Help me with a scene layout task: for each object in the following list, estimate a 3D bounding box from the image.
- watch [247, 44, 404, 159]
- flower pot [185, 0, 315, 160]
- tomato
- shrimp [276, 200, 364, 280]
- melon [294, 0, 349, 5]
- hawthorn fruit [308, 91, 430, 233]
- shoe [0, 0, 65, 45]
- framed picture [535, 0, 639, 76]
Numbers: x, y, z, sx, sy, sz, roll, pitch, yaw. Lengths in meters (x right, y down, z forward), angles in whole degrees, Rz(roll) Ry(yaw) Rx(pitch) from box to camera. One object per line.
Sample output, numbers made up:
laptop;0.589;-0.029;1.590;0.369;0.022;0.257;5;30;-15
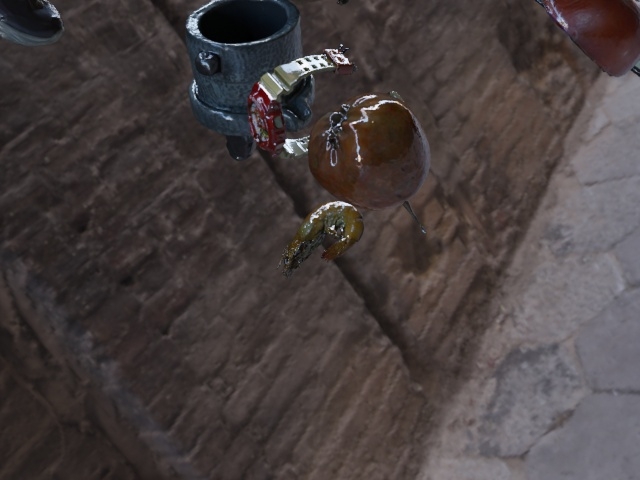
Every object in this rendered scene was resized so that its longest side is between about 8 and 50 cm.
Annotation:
watch;0.012;-0.229;1.311;0.269;0.164;0.102;-27;50;-12
flower pot;-0.141;-0.342;1.726;0.299;0.282;0.299;-2;43;1
tomato;0.386;-0.340;1.138;0.085;0.225;0.225;-43;11;35
shrimp;0.000;0.000;1.861;0.150;0.068;0.248;30;66;36
melon;-0.043;-0.658;1.756;0.272;0.271;0.308;-40;-5;-13
hawthorn fruit;0.066;-0.103;1.002;0.149;0.189;0.149;-10;64;20
shoe;-0.346;-0.293;0.884;0.099;0.169;0.071;-41;16;39
framed picture;0.566;-0.387;1.454;0.244;0.013;0.323;-17;47;-23
